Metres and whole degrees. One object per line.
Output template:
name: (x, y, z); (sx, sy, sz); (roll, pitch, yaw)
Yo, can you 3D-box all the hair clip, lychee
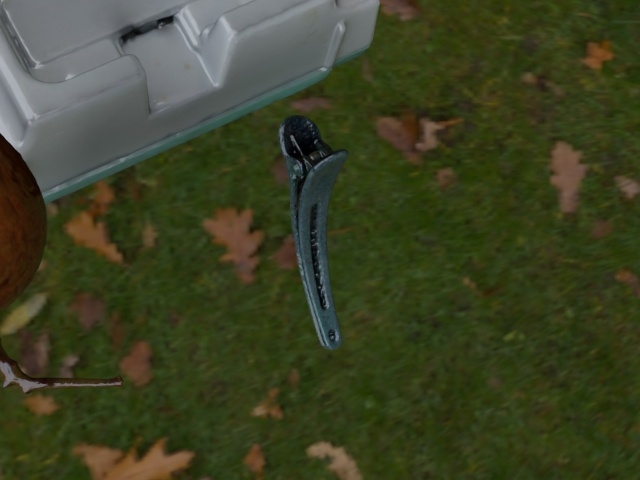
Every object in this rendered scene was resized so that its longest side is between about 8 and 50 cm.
hair clip: (0.000, 0.000, 1.336); (0.070, 0.039, 0.229); (41, 148, 40)
lychee: (-0.169, 0.004, 0.698); (0.114, 0.101, 0.140); (-7, 87, 26)

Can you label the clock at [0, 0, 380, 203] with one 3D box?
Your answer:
clock: (-0.126, -0.166, 0.865); (0.262, 0.116, 0.231); (-25, 79, -18)
